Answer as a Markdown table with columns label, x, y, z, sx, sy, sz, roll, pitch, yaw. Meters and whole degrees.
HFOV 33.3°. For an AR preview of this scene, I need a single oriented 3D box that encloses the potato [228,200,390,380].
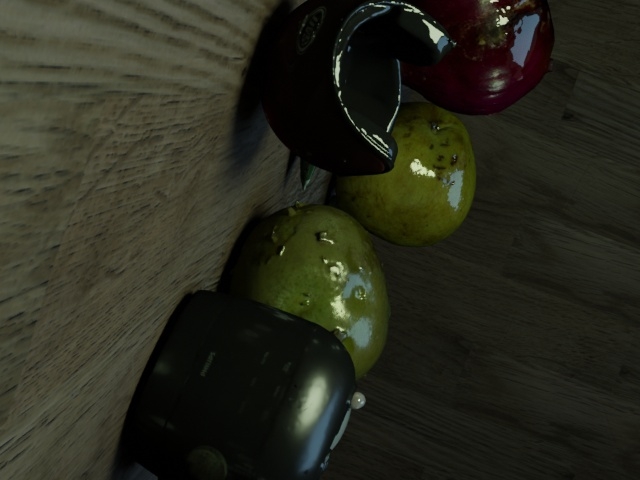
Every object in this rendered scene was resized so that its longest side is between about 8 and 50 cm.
| label | x | y | z | sx | sy | sz | roll | pitch | yaw |
| --- | --- | --- | --- | --- | --- | --- | --- | --- | --- |
| potato | -0.013 | 0.089 | 1.531 | 0.359 | 0.219 | 0.270 | 79 | 7 | -85 |

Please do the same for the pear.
| label | x | y | z | sx | sy | sz | roll | pitch | yaw |
| --- | --- | --- | --- | --- | --- | --- | --- | --- | --- |
| pear | 0.186 | -0.148 | 2.260 | 0.304 | 0.303 | 0.304 | 21 | 90 | -84 |

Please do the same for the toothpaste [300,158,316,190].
| label | x | y | z | sx | sy | sz | roll | pitch | yaw |
| --- | --- | --- | --- | --- | --- | --- | --- | --- | --- |
| toothpaste | 0.009 | -0.212 | 1.496 | 0.392 | 0.061 | 0.099 | 105 | -5 | -58 |

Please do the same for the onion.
| label | x | y | z | sx | sy | sz | roll | pitch | yaw |
| --- | --- | --- | --- | --- | --- | --- | --- | --- | --- |
| onion | 0.212 | -0.356 | 1.864 | 0.385 | 0.348 | 0.348 | -28 | 164 | -10 |

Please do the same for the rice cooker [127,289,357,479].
| label | x | y | z | sx | sy | sz | roll | pitch | yaw |
| --- | --- | --- | --- | --- | --- | --- | --- | --- | --- |
| rice cooker | -0.085 | 0.199 | 1.258 | 0.267 | 0.224 | 0.267 | 21 | 90 | -86 |

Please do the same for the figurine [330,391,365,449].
| label | x | y | z | sx | sy | sz | roll | pitch | yaw |
| --- | --- | --- | --- | --- | --- | --- | --- | --- | --- |
| figurine | -0.073 | 0.311 | 1.848 | 0.253 | 0.211 | 0.361 | -78 | -170 | -47 |

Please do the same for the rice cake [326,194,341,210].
| label | x | y | z | sx | sy | sz | roll | pitch | yaw |
| --- | --- | --- | --- | --- | --- | --- | --- | --- | --- |
| rice cake | 0.000 | 0.000 | 2.284 | 0.237 | 0.043 | 0.127 | -60 | 170 | -55 |

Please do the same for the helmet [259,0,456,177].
| label | x | y | z | sx | sy | sz | roll | pitch | yaw |
| --- | --- | --- | --- | --- | --- | --- | --- | --- | --- |
| helmet | 0.030 | -0.171 | 1.169 | 0.189 | 0.193 | 0.216 | -64 | 160 | -18 |
